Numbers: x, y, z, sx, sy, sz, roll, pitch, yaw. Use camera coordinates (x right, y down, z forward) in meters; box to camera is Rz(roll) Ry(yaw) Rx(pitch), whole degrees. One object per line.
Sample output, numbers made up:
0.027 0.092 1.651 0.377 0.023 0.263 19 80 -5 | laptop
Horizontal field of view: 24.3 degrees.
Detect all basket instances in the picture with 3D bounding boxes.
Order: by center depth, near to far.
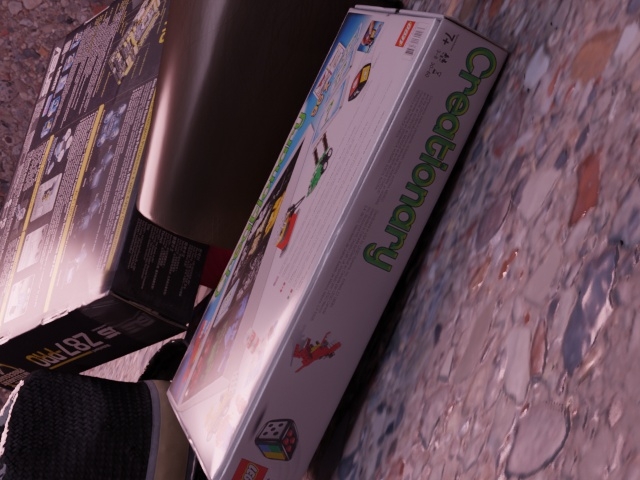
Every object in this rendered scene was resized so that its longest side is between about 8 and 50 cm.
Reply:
-0.058 -0.115 1.206 0.204 0.154 0.227 27 105 38 | basket

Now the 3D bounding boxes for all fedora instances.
-0.209 0.225 1.220 0.334 0.152 0.334 -162 90 -72 | fedora

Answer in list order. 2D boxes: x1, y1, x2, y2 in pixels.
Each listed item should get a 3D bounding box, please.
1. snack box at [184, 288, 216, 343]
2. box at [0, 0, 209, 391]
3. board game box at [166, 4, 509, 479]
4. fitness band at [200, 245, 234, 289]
-0.123 0.134 1.359 0.064 0.022 0.178 138 150 -62 | snack box
-0.205 -0.069 1.459 0.318 0.097 0.395 -25 46 49 | box
0.000 0.000 0.943 0.305 0.053 0.193 -64 17 4 | board game box
-0.058 -0.092 1.392 0.209 0.054 0.291 -103 36 -68 | fitness band
